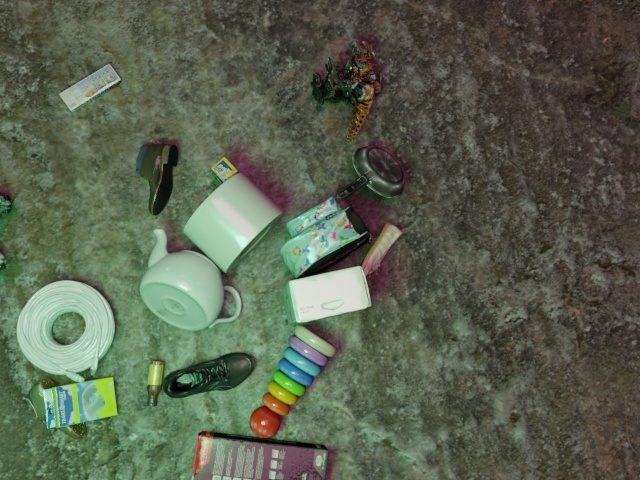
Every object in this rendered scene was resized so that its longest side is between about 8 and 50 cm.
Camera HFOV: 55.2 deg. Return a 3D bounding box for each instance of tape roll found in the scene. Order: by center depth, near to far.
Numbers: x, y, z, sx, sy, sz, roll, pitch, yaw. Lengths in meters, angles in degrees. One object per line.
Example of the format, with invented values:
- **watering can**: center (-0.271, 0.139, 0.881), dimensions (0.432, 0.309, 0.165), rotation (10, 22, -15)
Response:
- **tape roll**: center (-0.246, -0.051, 1.749), dimensions (0.169, 0.246, 0.246), rotation (44, 78, 1)

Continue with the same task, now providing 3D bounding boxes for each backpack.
- **backpack**: center (0.000, 0.000, 1.785), dimensions (0.253, 0.225, 0.191), rotation (-38, 84, -2)

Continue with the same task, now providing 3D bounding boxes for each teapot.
- **teapot**: center (-0.366, 0.121, 1.732), dimensions (0.252, 0.256, 0.187), rotation (13, 47, 15)

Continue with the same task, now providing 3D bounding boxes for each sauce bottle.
- **sauce bottle**: center (-0.474, 0.406, 1.745), dimensions (0.042, 0.042, 0.128), rotation (7, 78, -6)

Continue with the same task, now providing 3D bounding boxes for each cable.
- **cable**: center (-0.706, 0.245, 1.716), dimensions (0.256, 0.089, 0.257), rotation (20, 76, -2)

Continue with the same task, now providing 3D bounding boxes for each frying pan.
- **frying pan**: center (0.138, -0.214, 1.839), dimensions (0.326, 0.053, 0.197), rotation (-3, 59, -43)

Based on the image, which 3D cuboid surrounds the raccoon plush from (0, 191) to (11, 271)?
- **raccoon plush**: center (-1.055, -0.024, 1.712), dimensions (0.446, 0.216, 0.299), rotation (18, 93, 25)

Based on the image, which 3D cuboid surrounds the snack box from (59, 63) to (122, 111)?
- **snack box**: center (-0.701, -0.466, 1.871), dimensions (0.178, 0.022, 0.064), rotation (-36, 86, -11)

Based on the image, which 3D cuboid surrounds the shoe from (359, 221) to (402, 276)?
- **shoe**: center (0.175, 0.043, 1.873), dimensions (0.058, 0.076, 0.219), rotation (32, 76, 4)

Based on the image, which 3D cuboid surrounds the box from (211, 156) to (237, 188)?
- **box**: center (-0.281, -0.184, 1.803), dimensions (0.054, 0.169, 0.059), rotation (-43, 88, -12)

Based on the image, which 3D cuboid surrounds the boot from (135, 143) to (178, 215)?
- **boot**: center (-0.503, -0.187, 1.838), dimensions (0.106, 0.082, 0.219), rotation (11, 83, 17)

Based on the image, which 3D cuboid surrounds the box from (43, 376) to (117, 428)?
- **box**: center (-0.655, 0.442, 1.675), dimensions (0.178, 0.042, 0.109), rotation (-3, 78, -39)

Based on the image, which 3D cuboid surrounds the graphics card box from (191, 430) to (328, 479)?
- **graphics card box**: center (-0.174, 0.675, 1.714), dimensions (0.370, 0.094, 0.233), rotation (8, 79, -5)

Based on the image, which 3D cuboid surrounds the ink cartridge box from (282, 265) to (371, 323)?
- **ink cartridge box**: center (0.009, 0.160, 1.726), dimensions (0.207, 0.283, 0.117), rotation (-12, 82, -9)

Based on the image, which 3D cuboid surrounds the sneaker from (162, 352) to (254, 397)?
- **sneaker**: center (-0.314, 0.390, 1.738), dimensions (0.267, 0.106, 0.101), rotation (-17, 82, -11)

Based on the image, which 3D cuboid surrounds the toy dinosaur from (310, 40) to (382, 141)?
- **toy dinosaur**: center (0.101, -0.480, 1.921), dimensions (0.218, 0.164, 0.322), rotation (7, 58, -22)

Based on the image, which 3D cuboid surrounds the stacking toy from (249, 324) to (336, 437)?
- **stacking toy**: center (-0.096, 0.413, 1.761), dimensions (0.141, 0.141, 0.330), rotation (33, 85, -1)

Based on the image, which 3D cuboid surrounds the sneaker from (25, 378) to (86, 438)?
- **sneaker**: center (-0.737, 0.477, 1.695), dimensions (0.086, 0.064, 0.192), rotation (-31, 98, 14)
